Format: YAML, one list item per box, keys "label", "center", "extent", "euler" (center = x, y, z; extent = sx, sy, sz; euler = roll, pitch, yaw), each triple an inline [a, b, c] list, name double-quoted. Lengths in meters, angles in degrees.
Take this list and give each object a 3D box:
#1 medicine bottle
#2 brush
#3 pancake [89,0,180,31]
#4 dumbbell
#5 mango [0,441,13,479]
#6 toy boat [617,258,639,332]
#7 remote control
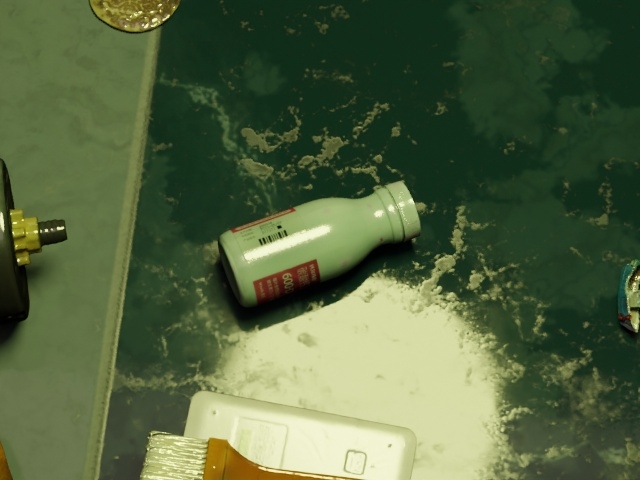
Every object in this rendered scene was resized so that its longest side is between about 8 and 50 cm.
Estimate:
- label: "medicine bottle"
  center: [0.000, 0.000, 2.027]
  extent: [0.217, 0.090, 0.090]
  euler: [-19, 71, -9]
- label: "brush"
  center: [-0.031, 0.255, 1.917]
  extent: [0.314, 0.017, 0.090]
  euler: [8, 44, -2]
- label: "pancake"
  center: [-0.219, -0.298, 2.176]
  extent: [0.115, 0.011, 0.115]
  euler: [1, 69, -1]
- label: "dumbbell"
  center: [-0.465, 0.020, 1.957]
  extent: [0.388, 0.185, 0.185]
  euler: [-9, 70, -5]
- label: "mango"
  center: [-0.409, 0.267, 1.889]
  extent: [0.166, 0.136, 0.236]
  euler: [-17, 83, -21]
- label: "toy boat"
  center: [0.352, 0.063, 2.040]
  extent: [0.038, 0.038, 0.083]
  euler: [7, 74, 1]
- label: "remote control"
  center: [-0.024, 0.231, 1.967]
  extent: [0.250, 0.034, 0.103]
  euler: [10, 69, 1]
